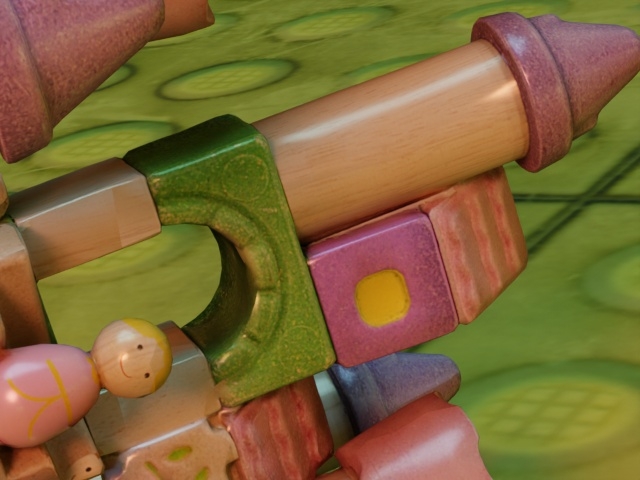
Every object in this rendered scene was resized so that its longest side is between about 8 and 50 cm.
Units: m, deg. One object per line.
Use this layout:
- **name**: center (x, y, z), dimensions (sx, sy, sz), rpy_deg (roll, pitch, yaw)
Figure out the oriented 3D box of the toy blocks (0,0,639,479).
- **toy blocks**: center (0.000, 0.000, 0.597), dimensions (0.260, 0.288, 0.309), rpy_deg (-20, 16, -11)
